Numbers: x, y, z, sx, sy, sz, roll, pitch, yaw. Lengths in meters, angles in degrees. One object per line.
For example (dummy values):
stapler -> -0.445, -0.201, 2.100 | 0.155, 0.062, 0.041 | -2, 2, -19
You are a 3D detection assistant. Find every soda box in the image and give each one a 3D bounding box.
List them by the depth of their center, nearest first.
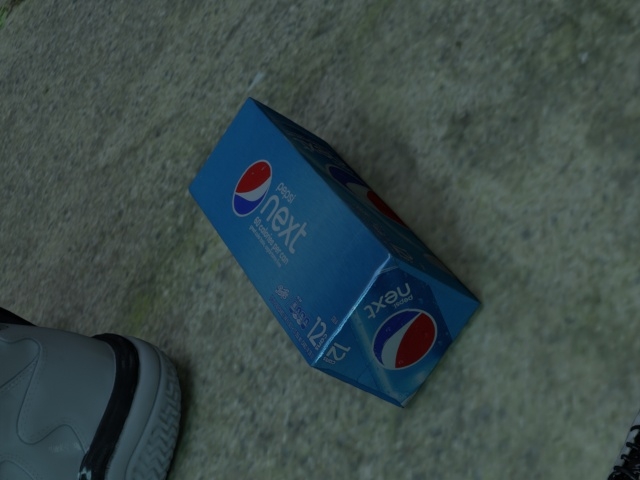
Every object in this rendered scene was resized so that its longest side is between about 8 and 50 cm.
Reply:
soda box -> 0.000, 0.000, 0.737 | 0.071, 0.067, 0.210 | -55, 35, 11

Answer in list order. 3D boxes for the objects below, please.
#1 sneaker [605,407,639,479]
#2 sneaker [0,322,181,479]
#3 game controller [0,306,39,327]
sneaker -> 0.132, 0.092, 0.520 | 0.040, 0.044, 0.109 | -15, 55, 51
sneaker -> -0.238, 0.203, 0.789 | 0.137, 0.210, 0.365 | 9, 76, 56
game controller -> -0.281, 0.199, 0.936 | 0.166, 0.067, 0.319 | 25, 80, 23
